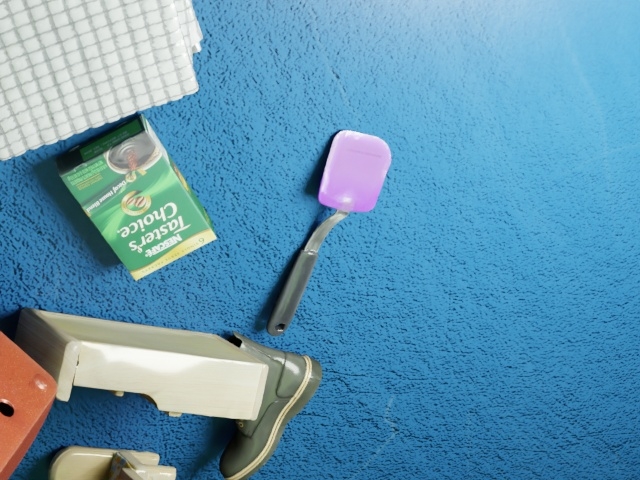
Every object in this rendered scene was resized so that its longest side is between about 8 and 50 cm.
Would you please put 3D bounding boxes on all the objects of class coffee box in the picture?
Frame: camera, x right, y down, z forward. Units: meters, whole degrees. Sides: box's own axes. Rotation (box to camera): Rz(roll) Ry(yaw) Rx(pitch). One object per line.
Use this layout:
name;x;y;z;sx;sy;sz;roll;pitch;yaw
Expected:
coffee box;-0.204;-0.046;1.736;0.113;0.040;0.184;-27;132;2

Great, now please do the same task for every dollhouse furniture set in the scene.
dollhouse furniture set;-0.246;0.302;1.814;0.256;0.362;0.394;11;96;-29

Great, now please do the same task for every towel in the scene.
towel;-0.250;-0.236;1.485;0.235;0.121;0.283;-21;142;-5

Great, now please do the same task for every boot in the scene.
boot;-0.108;0.208;1.972;0.137;0.077;0.198;27;102;-30

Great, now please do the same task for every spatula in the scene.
spatula;0.000;0.000;1.858;0.084;0.030;0.296;9;124;-29

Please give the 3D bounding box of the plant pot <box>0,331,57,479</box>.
plant pot;-0.435;0.202;1.623;0.267;0.267;0.236;43;117;-9
